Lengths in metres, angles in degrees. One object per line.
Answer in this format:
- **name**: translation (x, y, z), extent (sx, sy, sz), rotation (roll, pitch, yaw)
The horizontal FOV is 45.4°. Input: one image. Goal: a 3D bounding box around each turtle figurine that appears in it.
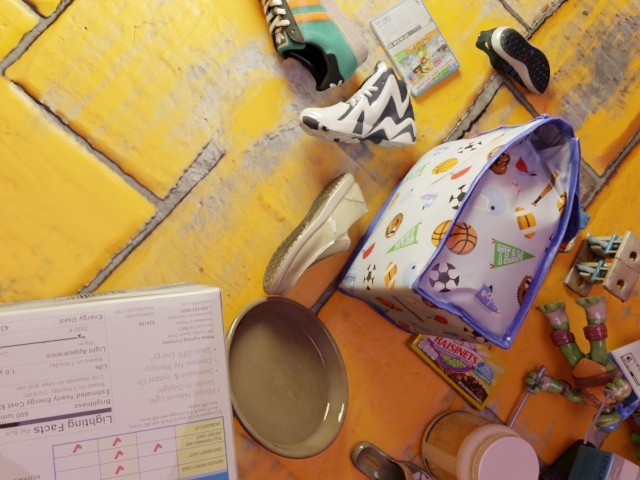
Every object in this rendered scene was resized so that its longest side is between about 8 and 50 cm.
- **turtle figurine**: translation (0.486, 0.248, 1.467), extent (0.275, 0.198, 0.266), rotation (-8, 81, -10)

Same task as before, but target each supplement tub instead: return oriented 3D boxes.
- **supplement tub**: translation (0.288, 0.397, 1.396), extent (0.145, 0.200, 0.144), rotation (0, 89, -20)

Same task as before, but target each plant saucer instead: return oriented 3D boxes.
- **plant saucer**: translation (-0.062, 0.232, 1.298), extent (0.278, 0.041, 0.277), rotation (24, 53, -36)

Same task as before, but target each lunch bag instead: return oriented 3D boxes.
- **lunch bag**: translation (0.254, -0.026, 1.327), extent (0.239, 0.328, 0.385), rotation (33, 75, -19)

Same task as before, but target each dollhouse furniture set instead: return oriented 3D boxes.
- **dollhouse furniture set**: translation (0.527, 0.023, 1.526), extent (0.184, 0.129, 0.128), rotation (32, 79, -17)

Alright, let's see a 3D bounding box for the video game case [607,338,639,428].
- **video game case**: translation (0.751, 0.316, 1.578), extent (0.245, 0.061, 0.269), rotation (-18, 67, -18)

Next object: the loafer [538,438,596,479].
- **loafer**: translation (0.471, 0.487, 1.524), extent (0.078, 0.076, 0.223), rotation (43, 79, -23)

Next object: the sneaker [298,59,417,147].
- **sneaker**: translation (0.071, -0.257, 1.391), extent (0.235, 0.094, 0.152), rotation (4, 86, -20)

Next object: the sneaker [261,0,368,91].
- **sneaker**: translation (-0.049, -0.397, 1.343), extent (0.302, 0.108, 0.121), rotation (47, 71, -14)

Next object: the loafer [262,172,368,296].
- **loafer**: translation (0.000, 0.000, 1.351), extent (0.092, 0.102, 0.268), rotation (41, 72, -13)

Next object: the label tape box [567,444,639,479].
- **label tape box**: translation (0.616, 0.584, 1.463), extent (0.348, 0.115, 0.249), rotation (30, 75, -11)

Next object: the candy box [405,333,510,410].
- **candy box**: translation (0.268, 0.227, 1.485), extent (0.206, 0.027, 0.105), rotation (42, 73, -14)

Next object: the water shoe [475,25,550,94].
- **water shoe**: translation (0.385, -0.361, 1.519), extent (0.203, 0.080, 0.072), rotation (33, 81, -41)

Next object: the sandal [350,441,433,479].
- **sandal**: translation (0.136, 0.434, 1.421), extent (0.180, 0.049, 0.072), rotation (34, 78, -16)

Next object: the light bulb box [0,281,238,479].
- **light bulb box**: translation (-0.330, 0.263, 1.167), extent (0.358, 0.225, 0.360), rotation (-5, 91, -20)

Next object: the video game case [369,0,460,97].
- **video game case**: translation (0.183, -0.376, 1.474), extent (0.119, 0.015, 0.166), rotation (-36, 100, -17)

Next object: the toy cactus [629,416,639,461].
- **toy cactus**: translation (0.745, 0.441, 1.619), extent (0.181, 0.112, 0.218), rotation (1, 78, -30)
